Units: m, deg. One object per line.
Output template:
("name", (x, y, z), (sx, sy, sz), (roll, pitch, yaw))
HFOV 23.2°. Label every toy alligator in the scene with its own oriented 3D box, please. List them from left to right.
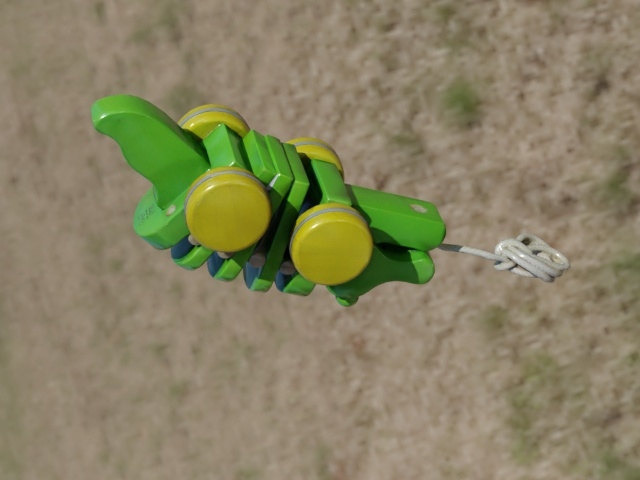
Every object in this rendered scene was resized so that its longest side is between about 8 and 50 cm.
("toy alligator", (0.000, 0.000, 0.554), (0.051, 0.189, 0.056), (-60, 26, 25))
